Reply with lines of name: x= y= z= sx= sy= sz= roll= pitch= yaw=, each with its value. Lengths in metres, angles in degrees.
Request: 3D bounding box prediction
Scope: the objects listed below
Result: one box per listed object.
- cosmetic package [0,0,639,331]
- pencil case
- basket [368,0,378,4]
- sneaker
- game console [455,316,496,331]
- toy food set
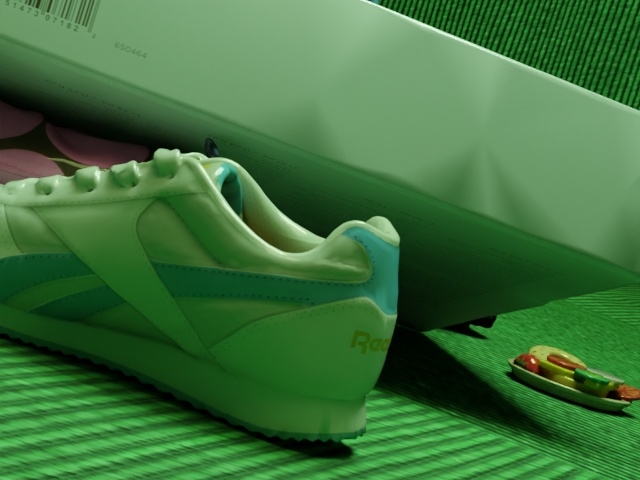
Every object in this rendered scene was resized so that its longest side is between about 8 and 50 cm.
cosmetic package: x=-0.040 y=-0.058 z=0.928 sx=0.377 sy=0.097 sz=0.284 roll=20 pitch=-17 yaw=-17
pencil case: x=-0.157 y=-0.030 z=0.792 sx=0.209 sy=0.095 sz=0.098 roll=16 pitch=17 yaw=-2
basket: x=-0.075 y=-0.161 z=1.161 sx=0.255 sy=0.289 sz=0.201 roll=-1 pitch=-4 yaw=-1
sneaker: x=-0.077 y=0.003 z=0.671 sx=0.229 sy=0.092 sz=0.087 roll=18 pitch=6 yaw=13
game console: x=0.000 y=0.000 z=1.308 sx=0.213 sy=0.044 sz=0.361 roll=14 pitch=6 yaw=-29
toy food set: x=0.157 y=0.085 z=1.035 sx=0.082 sy=0.020 sz=0.083 roll=21 pitch=5 yaw=31
